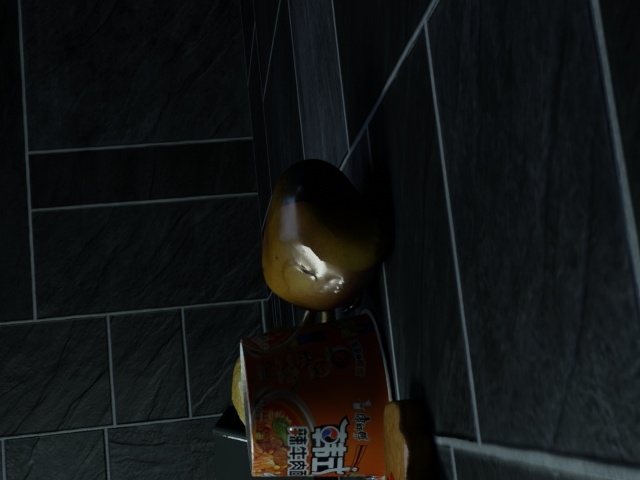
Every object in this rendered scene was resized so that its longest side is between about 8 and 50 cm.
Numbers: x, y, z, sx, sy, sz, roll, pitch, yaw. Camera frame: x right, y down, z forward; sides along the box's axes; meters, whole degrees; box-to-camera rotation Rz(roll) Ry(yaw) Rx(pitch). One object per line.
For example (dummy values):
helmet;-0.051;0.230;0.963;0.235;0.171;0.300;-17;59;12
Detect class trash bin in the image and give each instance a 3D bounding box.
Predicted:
trash bin;-0.098;0.440;1.811;0.115;0.225;0.165;-56;-30;-57

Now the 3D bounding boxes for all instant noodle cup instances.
instant noodle cup;-0.012;0.231;1.269;0.250;0.192;0.250;175;90;-83

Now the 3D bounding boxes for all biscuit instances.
biscuit;0.107;0.351;1.009;0.202;0.047;0.334;124;141;-78

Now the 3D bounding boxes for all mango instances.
mango;0.000;0.000;1.205;0.287;0.152;0.201;108;167;-64

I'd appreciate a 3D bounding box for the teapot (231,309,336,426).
teapot;-0.032;0.241;1.454;0.167;0.203;0.311;39;111;64
